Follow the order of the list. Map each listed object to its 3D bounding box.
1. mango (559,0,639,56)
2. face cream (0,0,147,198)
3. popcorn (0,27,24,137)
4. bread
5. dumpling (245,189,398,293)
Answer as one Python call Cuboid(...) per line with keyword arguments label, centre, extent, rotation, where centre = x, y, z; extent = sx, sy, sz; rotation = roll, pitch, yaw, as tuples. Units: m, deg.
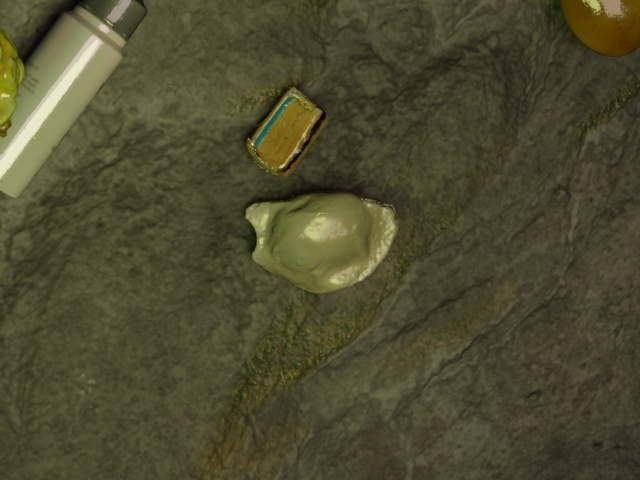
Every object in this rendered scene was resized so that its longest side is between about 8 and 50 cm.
Cuboid(label="mango", centre=(0.373, -0.352, 2.077), extent=(0.136, 0.099, 0.228), rotation=(-28, 107, -7))
Cuboid(label="face cream", centre=(-0.297, -0.197, 1.821), extent=(0.092, 0.092, 0.311), rotation=(36, 90, -29))
Cuboid(label="popcorn", centre=(-0.423, -0.185, 1.719), extent=(0.187, 0.185, 0.167), rotation=(-25, 127, -16))
Cuboid(label="bread", centre=(-0.044, -0.134, 1.978), extent=(0.072, 0.053, 0.106), rotation=(38, 85, -5))
Cuboid(label="dumpling", centre=(0.000, 0.000, 2.007), extent=(0.199, 0.118, 0.136), rotation=(6, 102, -4))
